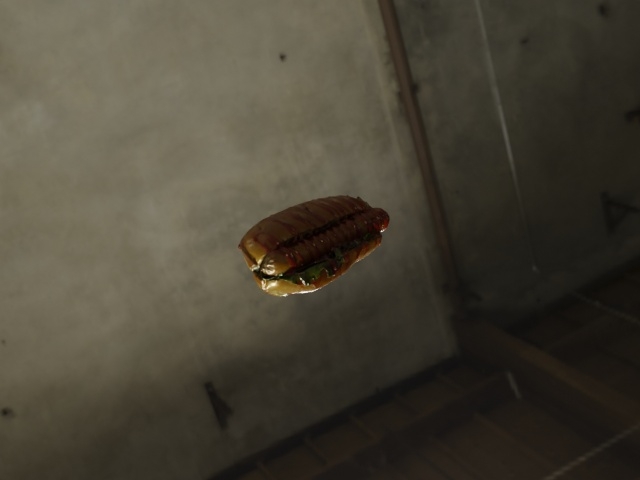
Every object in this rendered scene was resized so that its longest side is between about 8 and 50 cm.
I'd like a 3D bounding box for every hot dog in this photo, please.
[{"bbox_3d":[0.001,-0.001,0.714,0.038,0.062,0.144,-38,170,39],"label":"hot dog"}]
